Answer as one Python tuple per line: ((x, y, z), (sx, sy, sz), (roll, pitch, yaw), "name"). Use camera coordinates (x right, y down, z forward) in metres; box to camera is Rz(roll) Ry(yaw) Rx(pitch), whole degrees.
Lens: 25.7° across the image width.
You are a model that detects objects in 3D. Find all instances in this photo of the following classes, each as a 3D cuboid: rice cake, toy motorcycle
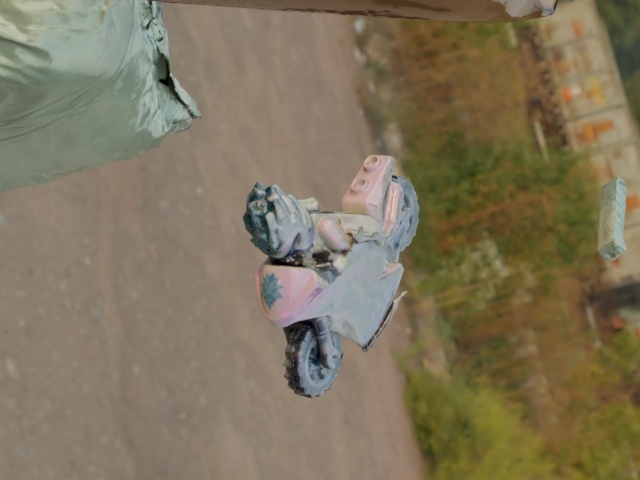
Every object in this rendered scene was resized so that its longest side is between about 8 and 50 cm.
((0.267, -0.020, 1.280), (0.021, 0.022, 0.121), (47, 30, -17), "rice cake")
((0.005, 0.000, 1.281), (0.204, 0.108, 0.239), (55, 38, -39), "toy motorcycle")

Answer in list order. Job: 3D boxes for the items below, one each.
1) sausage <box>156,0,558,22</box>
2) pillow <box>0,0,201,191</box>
((-0.013, -0.167, 0.647), (0.123, 0.253, 0.123), (-23, 118, -54), "sausage")
((-0.248, -0.144, 1.149), (0.310, 0.284, 0.138), (89, -12, -64), "pillow")
